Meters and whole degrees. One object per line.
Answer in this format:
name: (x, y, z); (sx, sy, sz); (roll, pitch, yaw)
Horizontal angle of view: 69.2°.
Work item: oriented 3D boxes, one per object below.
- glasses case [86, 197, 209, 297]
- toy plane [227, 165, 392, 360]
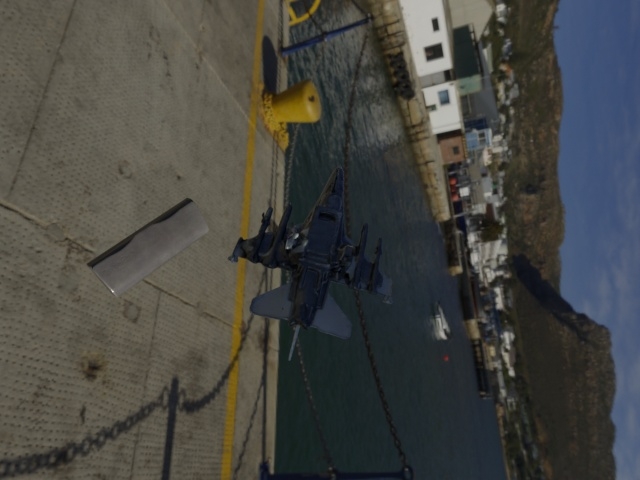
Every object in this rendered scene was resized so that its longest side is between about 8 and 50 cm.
glasses case: (-0.273, 0.010, 0.757); (0.190, 0.042, 0.072); (-40, 123, -28)
toy plane: (0.001, -0.003, 0.458); (0.082, 0.160, 0.234); (105, 0, -62)
